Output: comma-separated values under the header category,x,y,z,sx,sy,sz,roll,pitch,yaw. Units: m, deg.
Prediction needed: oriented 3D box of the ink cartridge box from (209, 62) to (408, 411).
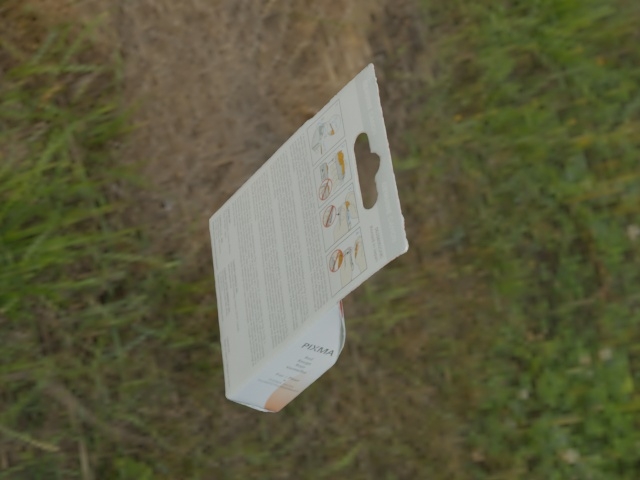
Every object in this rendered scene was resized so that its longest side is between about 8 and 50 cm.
category,x,y,z,sx,sy,sz,roll,pitch,yaw
ink cartridge box,0.000,0.000,1.022,0.045,0.179,0.145,21,45,-34
